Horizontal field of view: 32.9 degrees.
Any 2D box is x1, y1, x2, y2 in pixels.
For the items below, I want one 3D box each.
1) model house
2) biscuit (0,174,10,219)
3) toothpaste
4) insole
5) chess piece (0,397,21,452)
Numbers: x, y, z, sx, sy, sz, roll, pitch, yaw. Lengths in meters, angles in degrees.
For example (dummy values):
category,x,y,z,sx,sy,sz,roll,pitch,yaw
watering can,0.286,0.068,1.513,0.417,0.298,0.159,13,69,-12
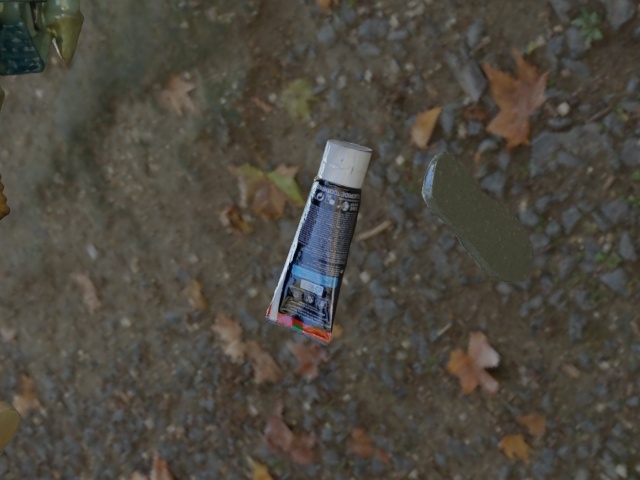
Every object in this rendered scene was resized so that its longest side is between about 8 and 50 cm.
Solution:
category,x,y,z,sx,sy,sz,roll,pitch,yaw
model house,-0.404,-0.289,1.376,0.194,0.267,0.325,0,103,8
biscuit,-0.352,-0.118,0.811,0.013,0.237,0.232,-43,51,27
toothpaste,0.000,0.000,1.041,0.071,0.045,0.193,18,101,20
insole,0.127,-0.012,0.849,0.010,0.063,0.192,0,158,34
chess piece,-0.548,0.131,1.325,0.397,0.117,0.117,37,138,15
